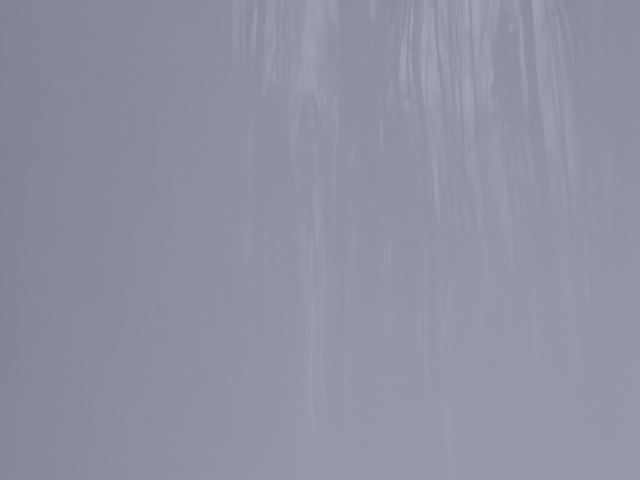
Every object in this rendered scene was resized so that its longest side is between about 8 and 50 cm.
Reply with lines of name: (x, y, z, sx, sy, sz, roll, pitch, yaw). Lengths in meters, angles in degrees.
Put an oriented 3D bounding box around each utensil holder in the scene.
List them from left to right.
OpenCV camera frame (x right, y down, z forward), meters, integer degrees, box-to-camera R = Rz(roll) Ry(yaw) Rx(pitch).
utensil holder: (0.000, 0.000, 0.650, 0.328, 0.385, 0.327, -2, 11, 0)
